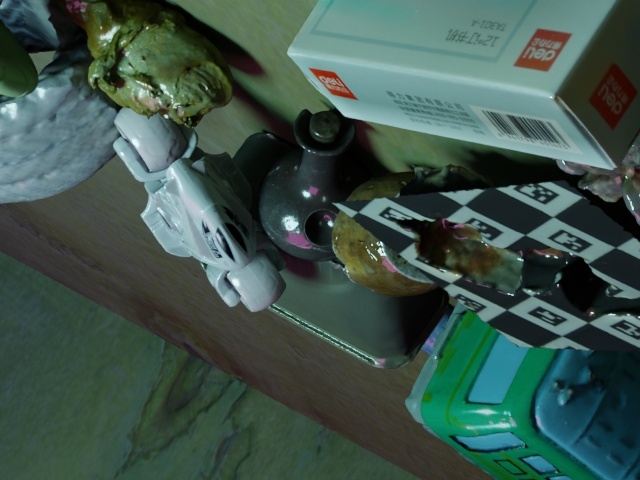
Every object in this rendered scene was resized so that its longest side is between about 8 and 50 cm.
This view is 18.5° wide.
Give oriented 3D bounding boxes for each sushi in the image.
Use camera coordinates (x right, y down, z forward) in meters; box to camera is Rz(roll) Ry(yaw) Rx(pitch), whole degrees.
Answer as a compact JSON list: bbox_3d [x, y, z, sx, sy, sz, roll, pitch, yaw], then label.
[{"bbox_3d":[0.204,0.007,1.684,0.292,0.059,0.294,-2,148,48],"label":"sushi"}]

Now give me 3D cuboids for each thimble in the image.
[{"bbox_3d":[-0.304,-0.158,1.936,0.246,0.217,0.157,3,158,21],"label":"thimble"}]

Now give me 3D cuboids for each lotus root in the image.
[{"bbox_3d":[0.079,-0.009,1.824,0.112,0.122,0.081,46,162,-17],"label":"lotus root"}]

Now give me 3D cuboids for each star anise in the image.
[{"bbox_3d":[0.227,-0.053,1.447,0.182,0.065,0.195,38,175,-6],"label":"star anise"}]

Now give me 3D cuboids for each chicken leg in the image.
[{"bbox_3d":[-0.183,-0.186,1.811,0.228,0.103,0.088,37,-174,-8],"label":"chicken leg"}]

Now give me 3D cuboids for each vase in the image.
[{"bbox_3d":[0.000,-0.060,1.872,0.120,0.120,0.183,28,150,15],"label":"vase"}]

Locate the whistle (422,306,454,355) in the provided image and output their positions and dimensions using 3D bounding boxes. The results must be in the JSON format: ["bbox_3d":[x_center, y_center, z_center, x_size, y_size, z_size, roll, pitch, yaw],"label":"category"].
[{"bbox_3d":[0.124,0.095,2.248,0.304,0.062,0.062,33,167,-7],"label":"whistle"}]

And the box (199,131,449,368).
[{"bbox_3d":[0.000,0.000,2.052,0.274,0.138,0.178,28,158,16],"label":"box"}]

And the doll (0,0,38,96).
[{"bbox_3d":[-0.342,-0.262,1.731,0.284,0.216,0.268,61,-168,13],"label":"doll"}]

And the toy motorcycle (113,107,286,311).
[{"bbox_3d":[-0.112,-0.030,1.903,0.112,0.112,0.254,10,139,58],"label":"toy motorcycle"}]

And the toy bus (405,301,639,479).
[{"bbox_3d":[0.277,0.186,1.974,0.343,0.183,0.199,37,161,-26],"label":"toy bus"}]

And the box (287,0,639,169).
[{"bbox_3d":[0.109,-0.136,1.259,0.269,0.135,0.079,15,156,49],"label":"box"}]
